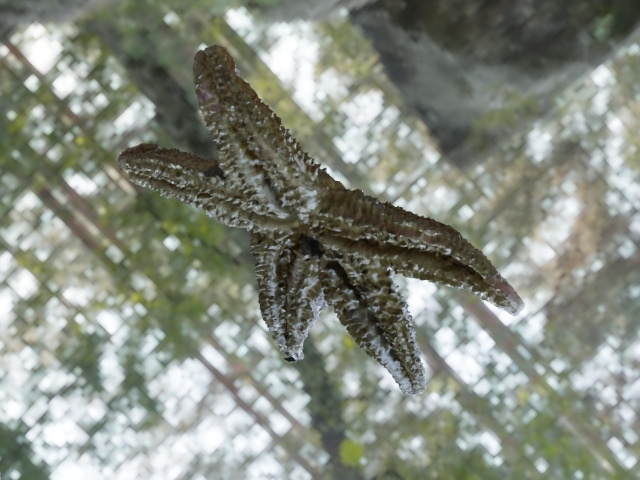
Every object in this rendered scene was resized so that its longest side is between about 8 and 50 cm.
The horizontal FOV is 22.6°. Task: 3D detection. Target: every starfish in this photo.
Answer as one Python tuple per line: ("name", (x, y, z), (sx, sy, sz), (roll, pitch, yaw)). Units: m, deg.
("starfish", (0.001, -0.001, 0.823), (0.240, 0.227, 0.043), (19, -122, 34))
